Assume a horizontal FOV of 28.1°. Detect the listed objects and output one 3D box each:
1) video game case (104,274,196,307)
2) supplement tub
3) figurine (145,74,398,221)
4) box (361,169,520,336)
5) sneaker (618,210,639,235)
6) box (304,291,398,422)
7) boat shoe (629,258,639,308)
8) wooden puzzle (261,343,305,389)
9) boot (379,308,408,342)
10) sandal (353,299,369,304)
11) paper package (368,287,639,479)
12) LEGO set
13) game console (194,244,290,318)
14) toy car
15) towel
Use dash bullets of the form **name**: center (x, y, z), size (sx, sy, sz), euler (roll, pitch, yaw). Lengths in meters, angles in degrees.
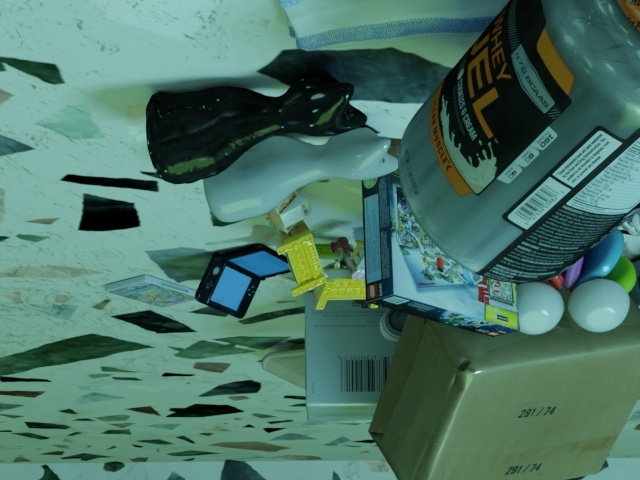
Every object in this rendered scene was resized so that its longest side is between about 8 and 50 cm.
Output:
- **video game case**: center (-0.249, 0.077, 1.915), size (0.087, 0.011, 0.122), euler (-14, 157, 36)
- **supplement tub**: center (0.210, -0.114, 1.008), size (0.193, 0.193, 0.316), euler (8, 147, -24)
- **figurine**: center (-0.037, -0.095, 1.292), size (0.209, 0.092, 0.215), euler (-10, 160, 17)
- **box**: center (0.143, 0.014, 1.496), size (0.044, 0.159, 0.233), euler (-20, 153, 41)
- **sneaker**: center (0.338, -0.029, 1.371), size (0.282, 0.161, 0.102), euler (-12, 160, 35)
- **box**: center (0.067, 0.178, 1.954), size (0.181, 0.182, 0.119), euler (-1, 160, 0)
- **boat shoe**: center (0.495, 0.047, 1.735), size (0.084, 0.095, 0.258), euler (1, 172, -18)
- **wooden puzzle**: center (0.043, 0.212, 2.291), size (0.239, 0.044, 0.221), euler (-13, 158, 21)
- **boot**: center (0.180, 0.091, 1.855), size (0.190, 0.069, 0.086), euler (-17, 160, -16)
- **sandal**: center (0.125, 0.068, 1.812), size (0.219, 0.060, 0.090), euler (-16, 156, 41)
- **paper package**: center (0.264, 0.201, 1.773), size (0.325, 0.168, 0.309), euler (-7, 135, -24)
- **LEGO set**: center (0.000, 0.000, 1.608), size (0.287, 0.107, 0.132), euler (23, 116, -41)
- **game console**: center (-0.099, 0.058, 1.773), size (0.071, 0.107, 0.122), euler (22, 175, 34)
- **toy car**: center (0.306, 0.027, 1.608), size (0.182, 0.159, 0.136), euler (-2, 125, 7)
- **towel**: center (0.050, -0.225, 0.975), size (0.209, 0.034, 0.285), euler (-4, 161, 10)
